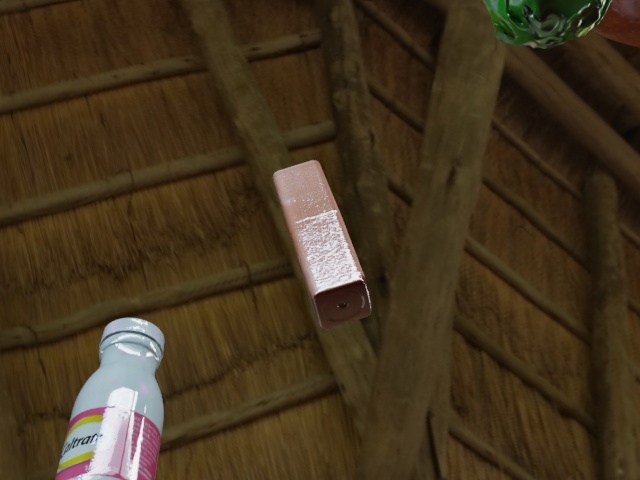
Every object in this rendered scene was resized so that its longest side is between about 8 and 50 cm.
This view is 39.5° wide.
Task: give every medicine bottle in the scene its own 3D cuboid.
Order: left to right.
[{"bbox_3d":[-0.200,0.177,0.879,0.090,0.217,0.090,0,-48,-1],"label":"medicine bottle"}]

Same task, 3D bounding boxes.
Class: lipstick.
[{"bbox_3d":[0.000,0.000,0.707,0.045,0.145,0.045,-18,-44,-1],"label":"lipstick"}]

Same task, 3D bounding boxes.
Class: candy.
[{"bbox_3d":[0.122,-0.289,0.594,0.097,0.097,0.324,-13,-90,-16],"label":"candy"}]

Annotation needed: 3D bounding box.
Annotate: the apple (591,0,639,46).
[{"bbox_3d":[0.426,-0.405,1.084,0.348,0.277,0.349,0,-68,-1],"label":"apple"}]
